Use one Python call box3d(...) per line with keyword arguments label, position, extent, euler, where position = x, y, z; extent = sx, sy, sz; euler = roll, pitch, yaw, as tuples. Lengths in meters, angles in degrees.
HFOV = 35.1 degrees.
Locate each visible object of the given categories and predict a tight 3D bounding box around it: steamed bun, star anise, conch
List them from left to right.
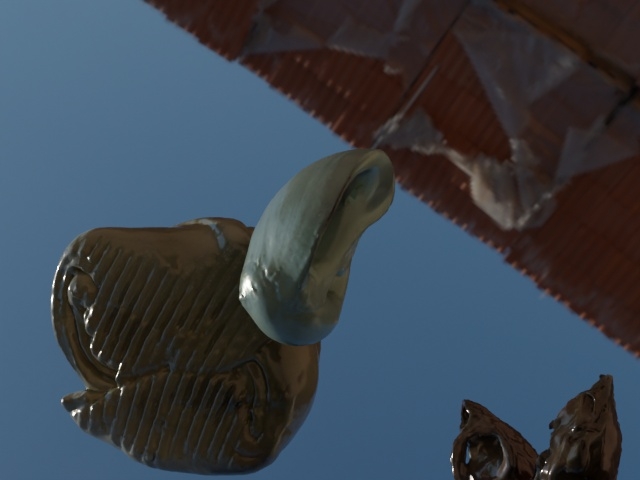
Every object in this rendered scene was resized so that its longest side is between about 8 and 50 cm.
box3d(label="steamed bun", position=(-0.152, 0.123, 1.268), extent=(0.324, 0.310, 0.219), euler=(-3, -173, 18))
box3d(label="conch", position=(-0.006, -0.001, 1.033), extent=(0.121, 0.221, 0.185), euler=(25, 178, -5))
box3d(label="star anise", position=(0.210, 0.282, 0.895), extent=(0.117, 0.332, 0.332), euler=(0, -136, -48))
